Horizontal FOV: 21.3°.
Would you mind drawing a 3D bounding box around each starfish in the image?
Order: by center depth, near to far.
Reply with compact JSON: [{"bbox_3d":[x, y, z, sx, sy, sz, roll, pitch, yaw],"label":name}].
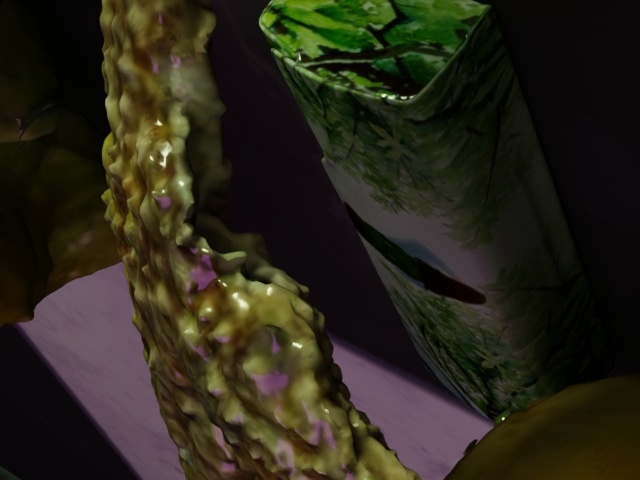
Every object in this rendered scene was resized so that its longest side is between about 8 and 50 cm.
[{"bbox_3d":[-0.009,0.006,0.598,0.398,0.132,0.384,60,164,14],"label":"starfish"}]

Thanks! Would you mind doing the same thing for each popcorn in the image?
[{"bbox_3d":[-0.255,-0.053,0.946,0.290,0.321,0.325,55,143,-1],"label":"popcorn"}]

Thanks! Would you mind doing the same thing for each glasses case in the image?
[{"bbox_3d":[0.058,-0.008,0.770,0.095,0.062,0.272,23,156,34],"label":"glasses case"}]

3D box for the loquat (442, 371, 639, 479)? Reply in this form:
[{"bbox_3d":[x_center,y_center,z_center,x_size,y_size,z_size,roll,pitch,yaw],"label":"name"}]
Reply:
[{"bbox_3d":[0.151,0.184,0.748,0.263,0.263,0.263,33,161,13],"label":"loquat"}]

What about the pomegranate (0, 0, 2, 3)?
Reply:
[{"bbox_3d":[-0.221,-0.186,0.714,0.204,0.276,0.222,-3,130,2],"label":"pomegranate"}]
